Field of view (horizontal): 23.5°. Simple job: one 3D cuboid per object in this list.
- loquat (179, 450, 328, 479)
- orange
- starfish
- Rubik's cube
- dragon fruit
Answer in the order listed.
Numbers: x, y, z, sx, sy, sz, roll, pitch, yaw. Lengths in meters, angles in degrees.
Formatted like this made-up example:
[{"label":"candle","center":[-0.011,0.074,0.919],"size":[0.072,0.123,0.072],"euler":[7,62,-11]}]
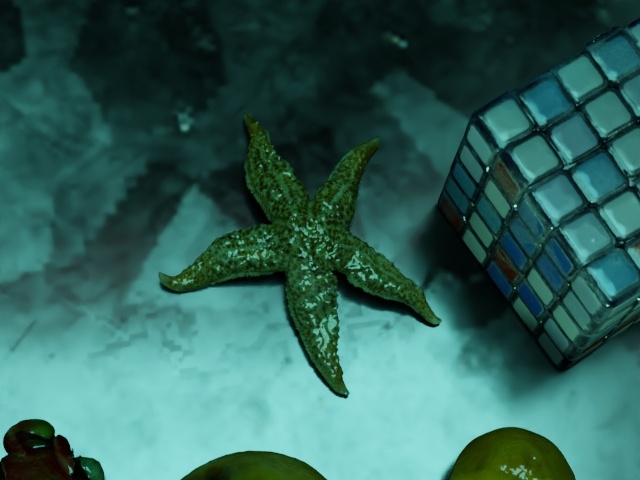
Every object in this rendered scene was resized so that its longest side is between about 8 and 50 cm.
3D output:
[{"label":"loquat","center":[-0.068,0.371,1.730],"size":[0.275,0.275,0.275],"euler":[2,71,-5]},{"label":"orange","center":[0.231,0.300,1.838],"size":[0.159,0.136,0.159],"euler":[3,68,-7]},{"label":"starfish","center":[0.002,0.000,1.960],"size":[0.358,0.078,0.347],"euler":[20,67,2]},{"label":"Rubik's cube","center":[0.352,-0.056,1.893],"size":[0.292,0.287,0.293],"euler":[-33,76,-14]},{"label":"dragon fruit","center":[-0.293,0.338,1.725],"size":[0.130,0.295,0.268],"euler":[-24,106,-2]}]
